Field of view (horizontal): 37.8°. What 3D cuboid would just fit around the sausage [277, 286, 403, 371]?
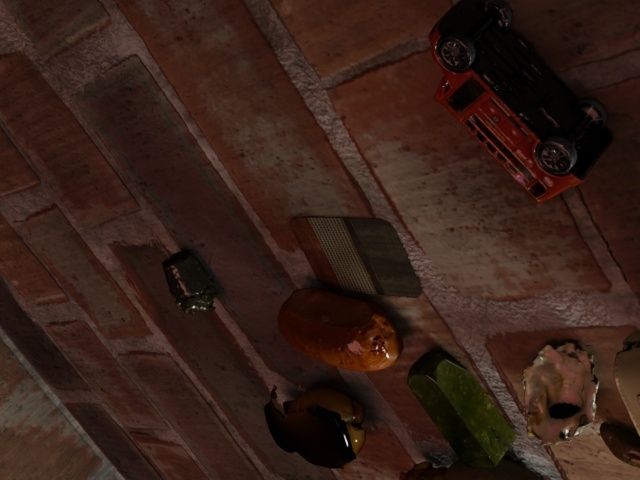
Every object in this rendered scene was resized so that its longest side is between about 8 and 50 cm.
[{"bbox_3d":[0.032,0.164,1.685,0.258,0.133,0.133,13,135,36],"label":"sausage"}]

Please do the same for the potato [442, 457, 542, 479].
[{"bbox_3d":[0.342,0.485,1.681,0.262,0.165,0.165,33,145,10],"label":"potato"}]

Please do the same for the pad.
[{"bbox_3d":[0.011,-0.020,1.570,0.250,0.055,0.323,2,146,46],"label":"pad"}]

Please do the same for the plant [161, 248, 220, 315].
[{"bbox_3d":[-0.272,0.092,1.966,0.095,0.092,0.143,-5,117,39],"label":"plant"}]

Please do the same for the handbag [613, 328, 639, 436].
[{"bbox_3d":[0.564,0.195,1.128,0.359,0.160,0.236,-18,107,52],"label":"handbag"}]

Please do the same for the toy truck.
[{"bbox_3d":[0.227,-0.170,1.131,0.252,0.107,0.114,45,146,-1],"label":"toy truck"}]

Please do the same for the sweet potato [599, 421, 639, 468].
[{"bbox_3d":[0.510,0.326,1.417,0.182,0.054,0.053,8,141,39],"label":"sweet potato"}]

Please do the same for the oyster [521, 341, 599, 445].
[{"bbox_3d":[0.383,0.242,1.456,0.133,0.072,0.209,19,119,42],"label":"oyster"}]

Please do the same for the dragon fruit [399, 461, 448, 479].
[{"bbox_3d":[0.243,0.514,1.816,0.208,0.133,0.149,24,117,32],"label":"dragon fruit"}]

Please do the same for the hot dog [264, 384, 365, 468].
[{"bbox_3d":[0.001,0.369,1.962,0.326,0.107,0.194,9,124,54],"label":"hot dog"}]

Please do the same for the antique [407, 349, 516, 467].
[{"bbox_3d":[0.243,0.290,1.639,0.081,0.080,0.220,-17,112,52],"label":"antique"}]
